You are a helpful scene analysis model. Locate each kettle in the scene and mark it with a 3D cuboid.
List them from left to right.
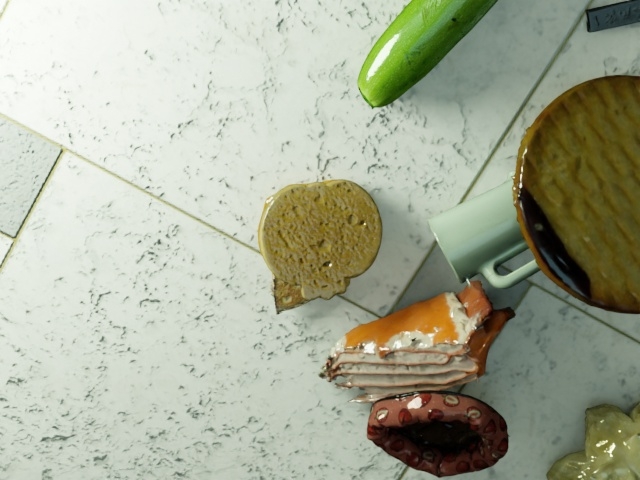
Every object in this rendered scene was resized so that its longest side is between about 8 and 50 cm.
[{"bbox_3d":[0.232,-0.011,1.727,0.148,0.127,0.098,-27,126,5],"label":"kettle"}]

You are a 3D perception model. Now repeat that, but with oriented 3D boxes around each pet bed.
[{"bbox_3d":[0.166,0.268,1.814,0.201,0.053,0.201,6,145,4],"label":"pet bed"}]

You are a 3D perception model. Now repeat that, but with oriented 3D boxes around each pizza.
[{"bbox_3d":[-0.022,0.047,1.789,0.099,0.029,0.100,-9,112,-7],"label":"pizza"}]

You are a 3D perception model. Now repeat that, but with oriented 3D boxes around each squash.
[{"bbox_3d":[0.150,-0.283,1.647,0.082,0.082,0.292,40,104,-14],"label":"squash"}]

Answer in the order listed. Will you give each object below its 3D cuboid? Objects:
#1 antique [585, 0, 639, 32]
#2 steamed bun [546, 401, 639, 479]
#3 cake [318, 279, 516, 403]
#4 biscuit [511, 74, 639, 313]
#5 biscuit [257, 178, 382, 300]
[{"bbox_3d":[0.439,-0.305,1.684,0.192,0.015,0.031,-13,109,2],"label":"antique"},{"bbox_3d":[0.475,0.359,1.858,0.292,0.137,0.295,12,111,-3],"label":"steamed bun"},{"bbox_3d":[0.129,0.156,1.792,0.287,0.135,0.098,-25,124,17],"label":"cake"},{"bbox_3d":[0.402,-0.061,1.689,0.318,0.040,0.318,1,83,-10],"label":"biscuit"},{"bbox_3d":[-0.001,-0.001,1.749,0.170,0.050,0.170,0,93,-9],"label":"biscuit"}]
